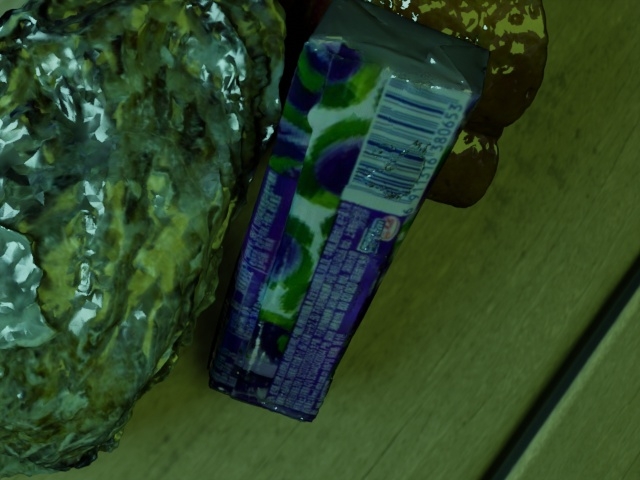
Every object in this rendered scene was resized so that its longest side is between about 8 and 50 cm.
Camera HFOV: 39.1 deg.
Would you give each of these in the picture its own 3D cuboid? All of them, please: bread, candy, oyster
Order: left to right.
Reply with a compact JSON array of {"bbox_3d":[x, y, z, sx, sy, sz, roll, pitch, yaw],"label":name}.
[{"bbox_3d":[-0.133,-0.011,0.525,0.162,0.158,0.351,22,94,5],"label":"oyster"},{"bbox_3d":[0.000,0.000,0.536,0.088,0.312,0.061,20,47,-3],"label":"candy"},{"bbox_3d":[0.050,-0.146,0.574,0.135,0.232,0.247,-6,109,-26],"label":"bread"}]
